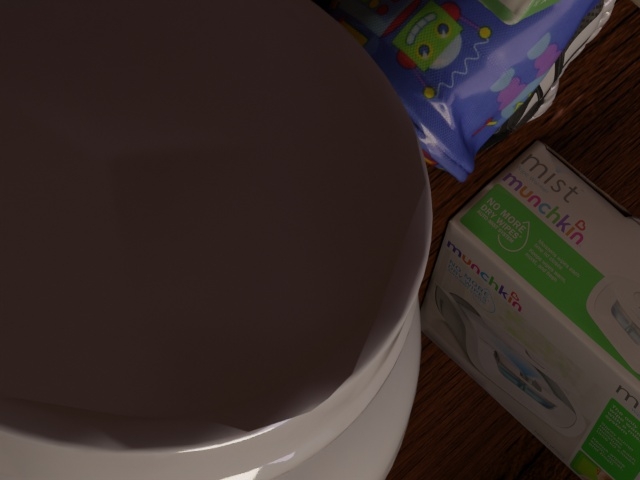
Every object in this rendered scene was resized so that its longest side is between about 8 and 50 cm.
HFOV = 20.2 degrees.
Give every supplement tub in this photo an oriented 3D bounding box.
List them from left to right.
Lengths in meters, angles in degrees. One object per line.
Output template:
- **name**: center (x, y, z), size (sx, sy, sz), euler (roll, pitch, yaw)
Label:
- **supplement tub**: center (-0.100, 0.067, 0.682), size (0.241, 0.241, 0.331), euler (-37, 162, -33)

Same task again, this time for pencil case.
- **pencil case**: center (0.124, -0.170, 0.933), size (0.306, 0.119, 0.133), euler (-47, 174, -3)

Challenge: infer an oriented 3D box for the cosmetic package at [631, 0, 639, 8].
- **cosmetic package**: center (0.301, -0.169, 1.081), size (0.153, 0.296, 0.129), euler (-36, 163, -31)

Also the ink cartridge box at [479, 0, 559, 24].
- **ink cartridge box**: center (0.095, -0.190, 0.728), size (0.212, 0.154, 0.093), euler (-32, 159, -46)

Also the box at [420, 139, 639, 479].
- **box**: center (0.232, 0.078, 1.586), size (0.127, 0.262, 0.231), euler (-41, 165, -20)

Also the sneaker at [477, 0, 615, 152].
- **sneaker**: center (0.114, -0.119, 1.112), size (0.106, 0.078, 0.234), euler (-43, 167, -25)
